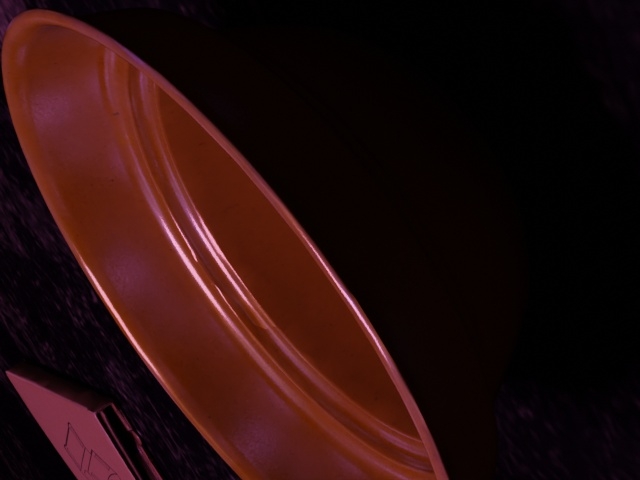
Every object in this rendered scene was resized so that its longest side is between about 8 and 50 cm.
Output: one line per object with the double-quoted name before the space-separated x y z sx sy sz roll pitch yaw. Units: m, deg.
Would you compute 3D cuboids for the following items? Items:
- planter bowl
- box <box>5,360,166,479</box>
"planter bowl" 0.000 0.000 0.496 0.217 0.090 0.217 44 158 23
"box" -0.159 0.174 1.199 0.201 0.021 0.164 8 131 61
